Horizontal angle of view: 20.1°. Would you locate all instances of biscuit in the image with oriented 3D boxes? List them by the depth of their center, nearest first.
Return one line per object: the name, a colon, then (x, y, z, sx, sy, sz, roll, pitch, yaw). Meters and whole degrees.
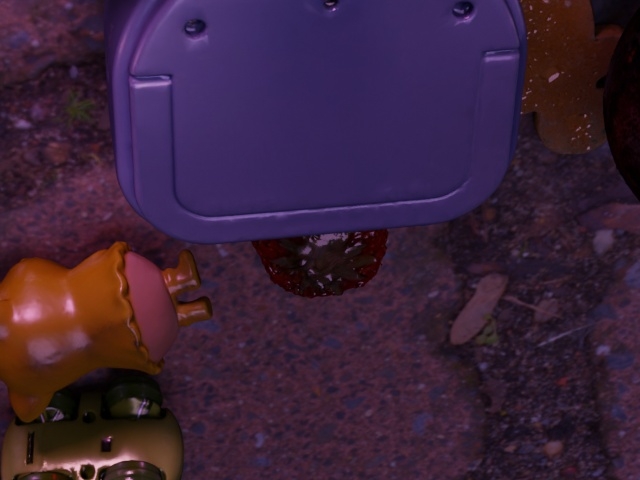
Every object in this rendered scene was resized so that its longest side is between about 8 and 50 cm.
biscuit: (0.226, -0.176, 1.750, 0.153, 0.030, 0.234, -25, 129, 8)

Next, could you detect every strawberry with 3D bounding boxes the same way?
strawberry: (0.000, 0.000, 1.803, 0.145, 0.086, 0.145, -7, 127, -9)

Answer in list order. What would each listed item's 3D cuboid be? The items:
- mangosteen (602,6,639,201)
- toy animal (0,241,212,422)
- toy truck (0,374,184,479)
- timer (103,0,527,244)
mangosteen: (0.399, -0.124, 1.690, 0.288, 0.288, 0.288, -6, 129, -8)
toy animal: (-0.224, 0.080, 1.781, 0.230, 0.156, 0.156, -20, 129, -1)
toy truck: (-0.248, 0.247, 1.915, 0.187, 0.148, 0.210, 5, 147, -14)
timer: (-0.007, -0.187, 1.595, 0.395, 0.173, 0.395, -6, 129, -7)
